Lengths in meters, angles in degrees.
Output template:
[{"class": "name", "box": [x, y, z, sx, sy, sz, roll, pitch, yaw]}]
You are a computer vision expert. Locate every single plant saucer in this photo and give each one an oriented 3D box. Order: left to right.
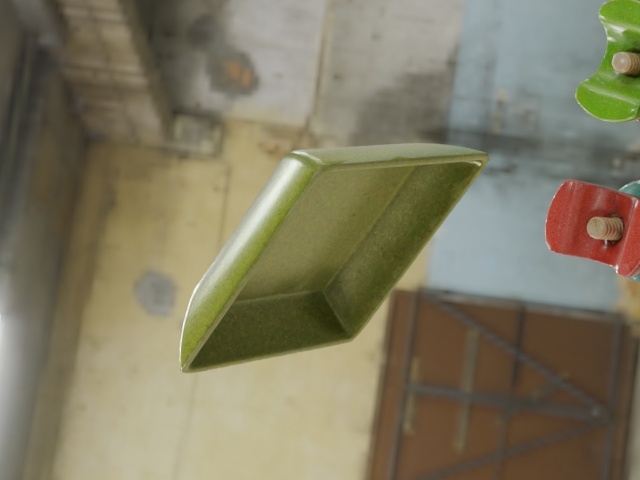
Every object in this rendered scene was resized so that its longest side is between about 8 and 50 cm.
[{"class": "plant saucer", "box": [0.000, 0.000, 1.207, 0.188, 0.045, 0.188, -7, -40, -51]}]

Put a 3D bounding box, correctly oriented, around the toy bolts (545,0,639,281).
[{"class": "toy bolts", "box": [0.316, -0.065, 1.506, 0.158, 0.218, 0.228, 3, -71, -49]}]
